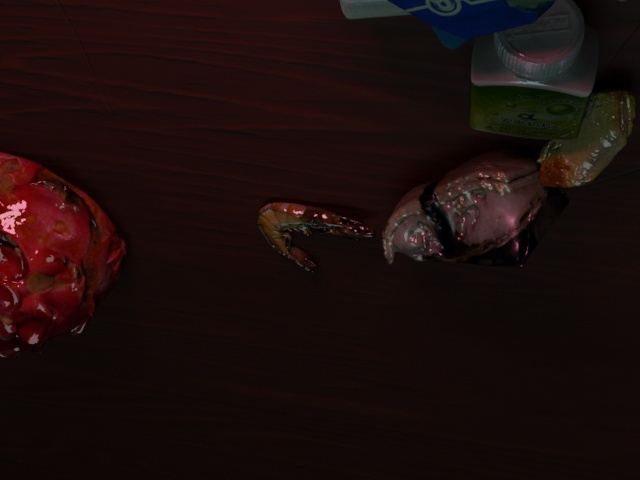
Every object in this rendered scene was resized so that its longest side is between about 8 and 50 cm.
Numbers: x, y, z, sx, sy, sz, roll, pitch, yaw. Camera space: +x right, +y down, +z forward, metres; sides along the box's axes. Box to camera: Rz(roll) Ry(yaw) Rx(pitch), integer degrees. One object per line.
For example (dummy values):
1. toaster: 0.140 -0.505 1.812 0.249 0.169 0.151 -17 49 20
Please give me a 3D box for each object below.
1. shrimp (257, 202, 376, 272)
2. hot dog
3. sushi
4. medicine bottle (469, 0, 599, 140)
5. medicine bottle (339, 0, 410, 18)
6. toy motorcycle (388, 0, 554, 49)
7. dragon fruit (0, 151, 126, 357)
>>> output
1. shrimp: -0.001 0.003 1.449 0.195 0.035 0.148 11 140 20
2. hot dog: 0.325 -0.122 1.140 0.078 0.061 0.169 54 140 15
3. sushi: 0.172 -0.047 1.273 0.273 0.134 0.109 -1 128 45
4. medicine bottle: 0.228 -0.185 1.032 0.132 0.088 0.188 9 165 11
5. medicine bottle: 0.136 -0.275 1.029 0.230 0.059 0.059 1 140 21
6. toy motorcycle: 0.100 -0.285 0.881 0.326 0.191 0.200 29 150 5
7. dragon fruit: -0.528 0.047 1.566 0.386 0.249 0.371 8 137 9
